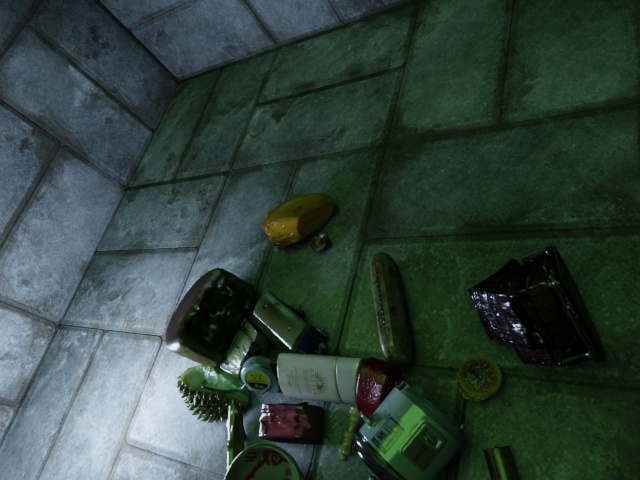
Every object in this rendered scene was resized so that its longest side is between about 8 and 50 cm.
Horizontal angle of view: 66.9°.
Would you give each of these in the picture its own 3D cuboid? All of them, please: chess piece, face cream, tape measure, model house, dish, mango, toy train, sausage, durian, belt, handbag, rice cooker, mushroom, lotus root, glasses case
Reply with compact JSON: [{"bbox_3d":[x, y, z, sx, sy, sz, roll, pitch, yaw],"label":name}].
[{"bbox_3d":[0.101,0.639,1.601,0.060,0.060,0.172,4,66,37],"label":"chess piece"},{"bbox_3d":[0.007,0.489,1.718,0.348,0.081,0.173,-4,99,33],"label":"face cream"},{"bbox_3d":[-0.305,0.514,1.860,0.330,0.164,0.084,-1,20,15],"label":"tape measure"},{"bbox_3d":[0.622,0.218,1.435,0.282,0.297,0.317,-30,85,28],"label":"model house"},{"bbox_3d":[-0.167,0.851,1.608,0.324,0.124,0.324,-14,61,27],"label":"dish"},{"bbox_3d":[-0.096,-0.104,2.159,0.350,0.201,0.199,-32,76,3],"label":"mango"},{"bbox_3d":[-0.105,0.321,1.859,0.299,0.202,0.131,32,84,43],"label":"toy train"},{"bbox_3d":[0.505,0.723,1.238,0.082,0.082,0.371,-23,51,22],"label":"sausage"},{"bbox_3d":[-0.441,0.629,1.991,0.394,0.163,0.198,3,24,33],"label":"durian"},{"bbox_3d":[0.197,0.488,1.557,0.124,0.128,0.201,10,100,40],"label":"belt"},{"bbox_3d":[-0.103,0.632,1.689,0.225,0.146,0.135,-10,61,30],"label":"handbag"},{"bbox_3d":[0.244,0.581,1.389,0.317,0.316,0.264,-55,3,-8],"label":"rice cooker"},{"bbox_3d":[0.008,0.007,2.075,0.088,0.073,0.129,-57,10,-29],"label":"mushroom"},{"bbox_3d":[-0.294,0.440,1.952,0.119,0.138,0.235,29,98,38],"label":"lotus root"},{"bbox_3d":[0.247,0.232,1.698,0.098,0.156,0.425,-23,50,24],"label":"glasses case"}]

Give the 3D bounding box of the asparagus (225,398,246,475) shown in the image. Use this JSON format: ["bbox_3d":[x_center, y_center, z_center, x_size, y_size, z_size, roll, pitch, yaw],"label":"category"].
[{"bbox_3d":[-0.315,0.767,1.792,0.082,0.085,0.343,-16,53,10],"label":"asparagus"}]

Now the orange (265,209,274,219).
[{"bbox_3d":[-0.228,-0.108,2.331,0.083,0.070,0.083,-17,50,21],"label":"orange"}]

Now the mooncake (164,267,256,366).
[{"bbox_3d":[-0.460,0.324,2.071,0.394,0.246,0.393,-46,30,6],"label":"mooncake"}]

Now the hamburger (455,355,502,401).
[{"bbox_3d":[0.476,0.417,1.461,0.141,0.081,0.126,-32,47,12],"label":"hamburger"}]
